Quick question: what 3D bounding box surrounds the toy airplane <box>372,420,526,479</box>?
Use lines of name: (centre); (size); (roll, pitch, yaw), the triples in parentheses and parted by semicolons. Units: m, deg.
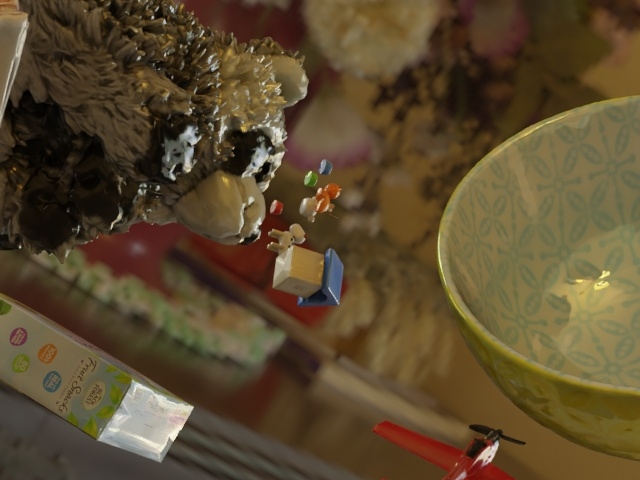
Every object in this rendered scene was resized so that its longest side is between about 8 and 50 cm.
toy airplane: (0.090, 0.161, 1.295); (0.151, 0.028, 0.151); (9, 31, -6)

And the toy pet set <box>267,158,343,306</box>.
toy pet set: (0.000, 0.000, 1.870); (0.065, 0.114, 0.122); (18, -27, -22)

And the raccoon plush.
raccoon plush: (-0.161, -0.190, 1.405); (0.216, 0.446, 0.299); (-10, 14, 25)

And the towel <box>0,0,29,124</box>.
towel: (-0.334, 0.003, 1.111); (0.317, 0.332, 0.053); (-11, 41, -43)

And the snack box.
snack box: (-0.240, 0.119, 1.760); (0.207, 0.070, 0.174); (30, -4, 18)

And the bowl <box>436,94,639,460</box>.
bowl: (0.226, 0.050, 1.238); (0.289, 0.289, 0.156); (34, -32, 41)
